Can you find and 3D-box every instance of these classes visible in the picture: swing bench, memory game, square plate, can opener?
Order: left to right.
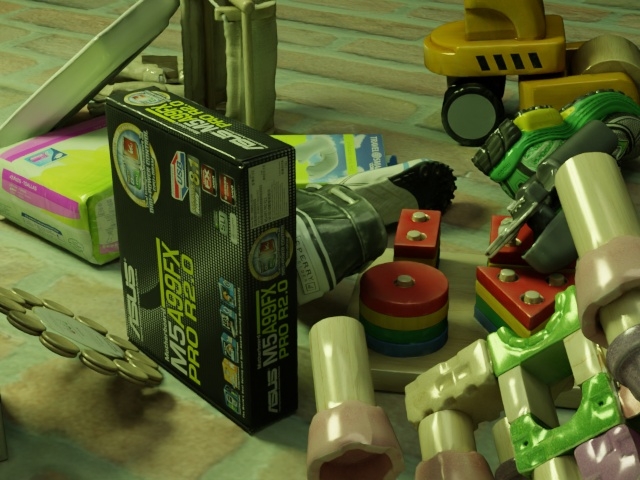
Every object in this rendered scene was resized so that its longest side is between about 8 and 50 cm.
[{"bbox_3d":[-0.232,0.090,1.017,0.186,0.012,0.186,28,0,0],"label":"memory game"},{"bbox_3d":[-0.344,-0.218,1.518,0.344,0.049,0.347,-37,13,26],"label":"square plate"},{"bbox_3d":[-0.112,-0.260,1.553,0.165,0.253,0.255,-20,33,-34],"label":"swing bench"},{"bbox_3d":[0.262,-0.042,1.141,0.095,0.076,0.283,44,40,9],"label":"can opener"}]

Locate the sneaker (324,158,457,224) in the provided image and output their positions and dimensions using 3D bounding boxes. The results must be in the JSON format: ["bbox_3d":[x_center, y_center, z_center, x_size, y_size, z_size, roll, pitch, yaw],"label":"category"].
[{"bbox_3d":[0.071,-0.055,1.336,0.237,0.085,0.086,-16,23,-33],"label":"sneaker"}]

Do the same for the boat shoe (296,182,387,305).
[{"bbox_3d":[0.000,0.000,1.118,0.119,0.121,0.335,-19,11,-6],"label":"boat shoe"}]

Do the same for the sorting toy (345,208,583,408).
[{"bbox_3d":[0.157,0.054,1.106,0.257,0.089,0.255,4,27,9],"label":"sorting toy"}]

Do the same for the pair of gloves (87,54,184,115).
[{"bbox_3d":[-0.292,-0.262,1.799,0.204,0.042,0.240,-3,29,-12],"label":"pair of gloves"}]

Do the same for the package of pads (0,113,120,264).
[{"bbox_3d":[-0.242,-0.087,1.384,0.229,0.101,0.297,22,35,38],"label":"package of pads"}]

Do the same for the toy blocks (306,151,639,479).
[{"bbox_3d":[0.188,0.159,0.720,0.289,0.309,0.260,-36,41,27],"label":"toy blocks"}]

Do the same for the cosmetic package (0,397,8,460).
[{"bbox_3d":[-0.336,0.072,0.923,0.107,0.237,0.127,-11,29,-18],"label":"cosmetic package"}]

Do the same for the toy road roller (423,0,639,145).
[{"bbox_3d":[0.318,-0.287,1.589,0.330,0.240,0.202,-1,27,11],"label":"toy road roller"}]

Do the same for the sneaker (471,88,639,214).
[{"bbox_3d":[0.337,-0.096,1.398,0.344,0.134,0.146,-20,68,-45],"label":"sneaker"}]

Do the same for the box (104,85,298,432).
[{"bbox_3d":[-0.110,0.013,0.998,0.060,0.270,0.216,-21,34,-36],"label":"box"}]

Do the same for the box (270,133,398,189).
[{"bbox_3d":[0.019,-0.095,1.431,0.178,0.042,0.109,-2,42,-3],"label":"box"}]
